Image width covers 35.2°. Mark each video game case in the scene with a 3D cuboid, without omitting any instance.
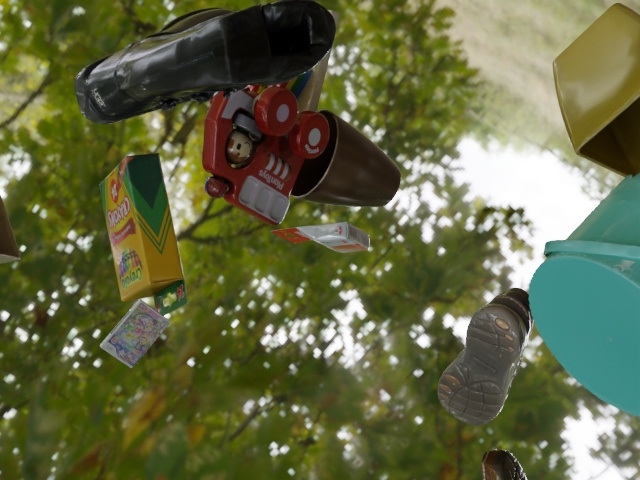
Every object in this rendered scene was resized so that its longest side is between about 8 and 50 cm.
[{"bbox_3d":[-0.367,0.186,2.005,0.087,0.122,0.011,42,176,-35],"label":"video game case"}]

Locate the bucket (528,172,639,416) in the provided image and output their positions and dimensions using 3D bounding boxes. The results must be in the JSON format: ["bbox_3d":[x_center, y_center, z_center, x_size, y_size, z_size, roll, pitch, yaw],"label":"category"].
[{"bbox_3d":[0.402,0.067,1.227,0.183,0.281,0.281,-37,-104,-26],"label":"bucket"}]

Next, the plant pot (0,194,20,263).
[{"bbox_3d":[-0.432,-0.015,1.187,0.109,0.096,0.109,44,-155,-83],"label":"plant pot"}]

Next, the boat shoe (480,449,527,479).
[{"bbox_3d":[0.313,0.528,1.780,0.122,0.119,0.324,-38,-61,-60],"label":"boat shoe"}]

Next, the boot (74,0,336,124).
[{"bbox_3d":[-0.140,-0.312,1.593,0.367,0.445,0.146,-38,-72,-35],"label":"boot"}]

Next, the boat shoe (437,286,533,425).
[{"bbox_3d":[0.328,0.224,1.905,0.132,0.355,0.130,36,-128,16],"label":"boat shoe"}]

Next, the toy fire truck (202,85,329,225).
[{"bbox_3d":[-0.135,-0.186,2.105,0.169,0.254,0.302,16,172,37],"label":"toy fire truck"}]

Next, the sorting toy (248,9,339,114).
[{"bbox_3d":[-0.092,-0.413,2.323,0.089,0.256,0.257,11,-176,-37],"label":"sorting toy"}]

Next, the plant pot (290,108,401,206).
[{"bbox_3d":[0.067,-0.166,2.364,0.230,0.215,0.215,20,-147,-31],"label":"plant pot"}]

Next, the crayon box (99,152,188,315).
[{"bbox_3d":[-0.371,0.001,2.102,0.081,0.202,0.319,-8,-100,-30],"label":"crayon box"}]

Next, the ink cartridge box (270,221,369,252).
[{"bbox_3d":[0.000,0.000,2.190,0.145,0.179,0.045,26,-122,-66],"label":"ink cartridge box"}]

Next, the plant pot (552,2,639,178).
[{"bbox_3d":[0.493,-0.246,1.597,0.212,0.212,0.187,15,-139,-43],"label":"plant pot"}]
